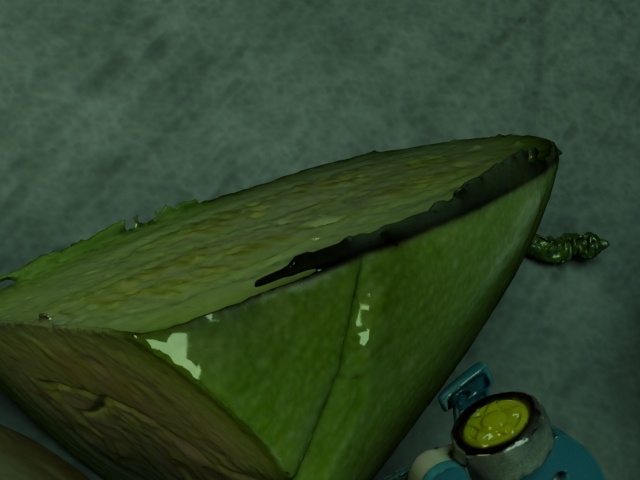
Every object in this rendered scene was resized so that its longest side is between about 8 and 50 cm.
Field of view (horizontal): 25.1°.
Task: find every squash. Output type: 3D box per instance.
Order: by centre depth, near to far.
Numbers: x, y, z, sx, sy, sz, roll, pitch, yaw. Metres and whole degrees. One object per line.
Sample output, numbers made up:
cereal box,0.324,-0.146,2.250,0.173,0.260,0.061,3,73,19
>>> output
squash,0.000,0.000,0.794,0.210,0.234,0.309,50,60,-27

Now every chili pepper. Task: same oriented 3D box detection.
chili pepper,0.150,0.000,0.951,0.083,0.022,0.027,14,61,-3

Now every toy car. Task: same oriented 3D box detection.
toy car,0.061,0.150,0.720,0.161,0.098,0.126,-33,117,-9

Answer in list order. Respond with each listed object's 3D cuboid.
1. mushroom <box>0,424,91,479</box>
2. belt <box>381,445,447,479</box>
mushroom,-0.213,0.220,0.635,0.292,0.292,0.290,10,95,-9
belt,0.038,0.213,0.770,0.163,0.082,0.147,-27,81,-34
